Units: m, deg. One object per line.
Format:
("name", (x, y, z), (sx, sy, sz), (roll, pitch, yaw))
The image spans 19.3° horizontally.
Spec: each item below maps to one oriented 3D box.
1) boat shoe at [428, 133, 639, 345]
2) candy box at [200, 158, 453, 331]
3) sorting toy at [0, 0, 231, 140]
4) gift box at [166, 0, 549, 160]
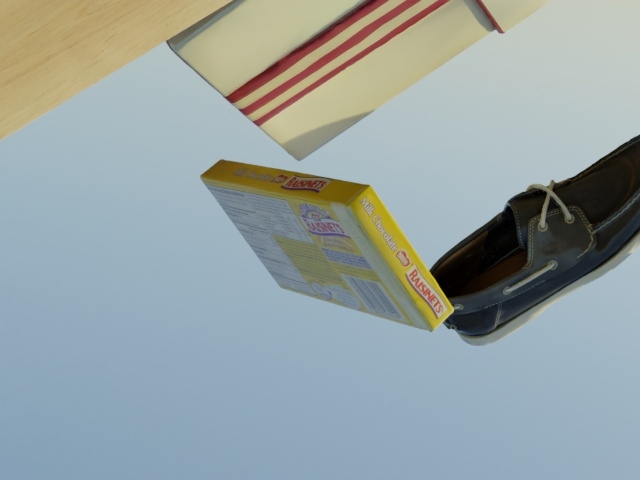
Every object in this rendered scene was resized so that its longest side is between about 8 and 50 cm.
("boat shoe", (0.184, -0.008, 1.479), (0.079, 0.233, 0.084), (43, -165, -39))
("candy box", (0.000, 0.000, 1.222), (0.027, 0.105, 0.206), (-41, -156, -18))
("sorting toy", (-0.174, -0.171, 0.830), (0.257, 0.255, 0.089), (-34, -131, -22))
("gift box", (0.006, -0.242, 1.329), (0.258, 0.255, 0.276), (-34, 157, 11))
